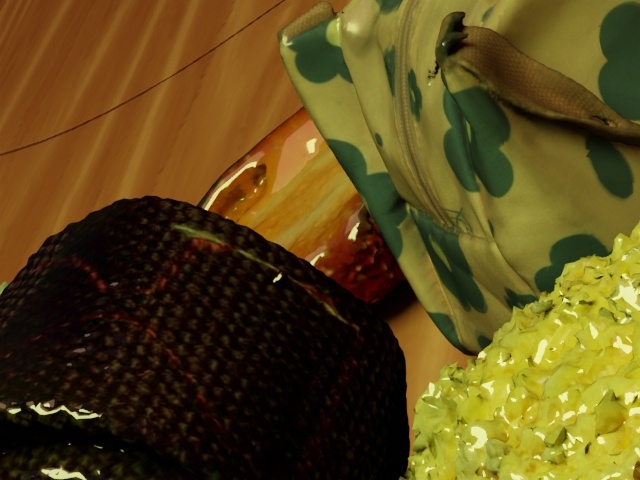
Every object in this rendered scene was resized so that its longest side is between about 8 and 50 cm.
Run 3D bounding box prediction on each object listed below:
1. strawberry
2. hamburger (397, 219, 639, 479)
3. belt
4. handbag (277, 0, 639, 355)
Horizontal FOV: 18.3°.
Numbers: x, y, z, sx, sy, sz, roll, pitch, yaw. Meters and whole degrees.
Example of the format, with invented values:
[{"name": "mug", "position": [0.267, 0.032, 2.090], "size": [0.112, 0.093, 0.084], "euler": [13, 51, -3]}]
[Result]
[{"name": "strawberry", "position": [0.003, -0.002, 1.018], "size": [0.140, 0.085, 0.192], "euler": [11, 61, 50]}, {"name": "hamburger", "position": [0.133, 0.071, 0.650], "size": [0.243, 0.139, 0.262], "euler": [-22, 32, 36]}, {"name": "belt", "position": [-0.080, 0.134, 0.737], "size": [0.164, 0.184, 0.289], "euler": [-68, -2, -47]}, {"name": "handbag", "position": [0.122, -0.084, 0.857], "size": [0.251, 0.193, 0.190], "euler": [-50, 31, -18]}]
